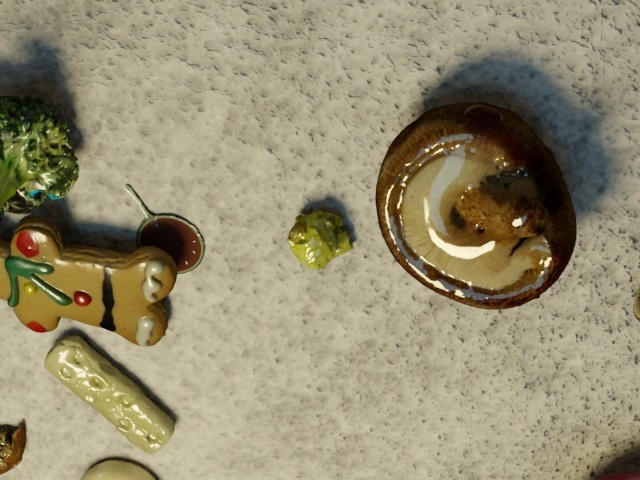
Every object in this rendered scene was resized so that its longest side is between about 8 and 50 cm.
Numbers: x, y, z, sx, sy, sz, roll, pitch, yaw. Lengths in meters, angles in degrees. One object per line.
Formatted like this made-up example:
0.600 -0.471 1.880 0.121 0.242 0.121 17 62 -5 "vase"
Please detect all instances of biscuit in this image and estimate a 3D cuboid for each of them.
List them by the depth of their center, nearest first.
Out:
-0.324 0.052 1.699 0.301 0.049 0.197 14 135 2 "biscuit"

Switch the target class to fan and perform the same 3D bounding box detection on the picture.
-0.192 -0.014 1.675 0.085 0.005 0.133 -24 114 25 "fan"

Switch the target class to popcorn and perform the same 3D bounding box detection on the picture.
-0.002 0.003 1.613 0.059 0.068 0.083 -10 160 44 "popcorn"

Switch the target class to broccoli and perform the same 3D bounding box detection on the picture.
-0.348 -0.081 1.578 0.167 0.160 0.154 -18 135 42 "broccoli"

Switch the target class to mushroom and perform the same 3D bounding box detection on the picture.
0.167 -0.041 1.512 0.194 0.138 0.231 -13 107 35 "mushroom"

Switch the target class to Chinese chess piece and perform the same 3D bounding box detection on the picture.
-0.270 0.352 1.893 0.122 0.051 0.122 6 123 9 "Chinese chess piece"

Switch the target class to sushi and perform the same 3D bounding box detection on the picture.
-0.444 0.281 1.891 0.120 0.052 0.055 -14 133 23 "sushi"

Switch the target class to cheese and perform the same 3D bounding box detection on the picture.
-0.267 0.196 1.800 0.065 0.043 0.194 -36 108 30 "cheese"

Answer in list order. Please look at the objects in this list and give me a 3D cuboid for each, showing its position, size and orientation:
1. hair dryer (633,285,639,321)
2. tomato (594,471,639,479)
0.517 0.019 1.490 0.189 0.107 0.344 37 116 -12 "hair dryer"
0.400 0.393 1.703 0.289 0.176 0.335 -2 123 38 "tomato"
